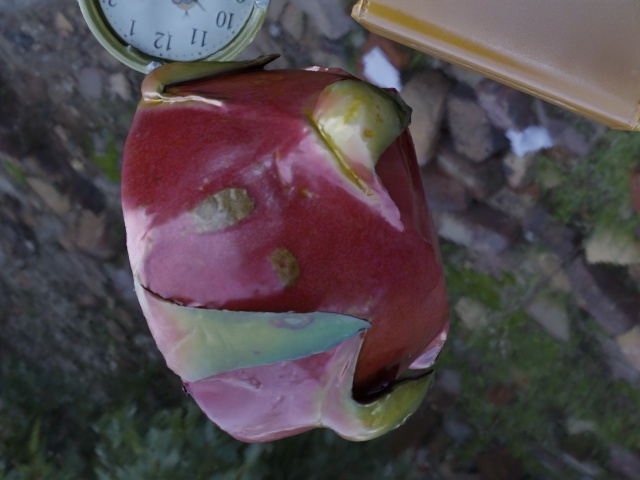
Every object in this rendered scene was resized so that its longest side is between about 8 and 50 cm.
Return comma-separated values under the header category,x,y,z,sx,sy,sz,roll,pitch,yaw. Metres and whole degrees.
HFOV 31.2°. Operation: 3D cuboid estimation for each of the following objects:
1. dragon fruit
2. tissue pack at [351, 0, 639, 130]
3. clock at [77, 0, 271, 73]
category,x,y,z,sx,sy,sz,roll,pitch,yaw
dragon fruit,0.000,0.000,0.817,0.189,0.291,0.291,-14,126,13
tissue pack,0.184,-0.213,1.046,0.274,0.145,0.194,22,-173,6
clock,-0.171,-0.309,1.358,0.237,0.237,0.057,46,-174,-7
